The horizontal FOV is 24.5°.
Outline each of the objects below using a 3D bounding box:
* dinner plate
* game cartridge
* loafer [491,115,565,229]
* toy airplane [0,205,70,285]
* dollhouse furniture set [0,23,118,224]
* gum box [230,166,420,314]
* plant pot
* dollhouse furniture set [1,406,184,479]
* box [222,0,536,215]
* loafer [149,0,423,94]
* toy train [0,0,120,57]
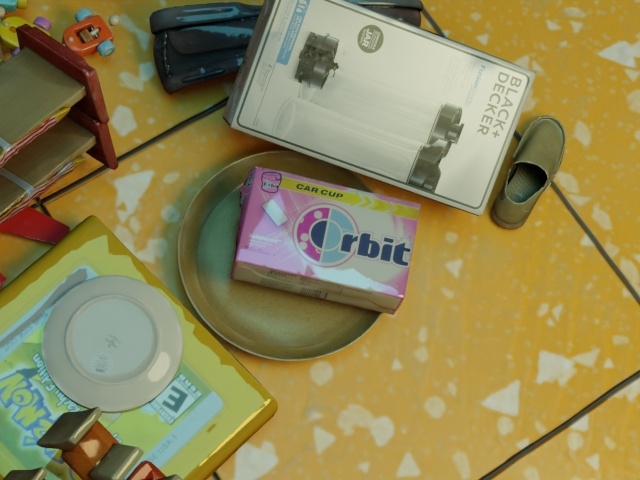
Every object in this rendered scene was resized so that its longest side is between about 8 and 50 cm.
[{"bbox_3d":[-0.207,0.100,1.468,0.141,0.017,0.141,2,72,-6],"label":"dinner plate"},{"bbox_3d":[-0.252,0.175,1.467,0.285,0.053,0.323,44,69,8],"label":"game cartridge"},{"bbox_3d":[0.237,-0.080,1.633,0.056,0.050,0.148,24,69,1],"label":"loafer"},{"bbox_3d":[-0.344,-0.009,1.532,0.151,0.028,0.151,2,69,-6],"label":"toy airplane"},{"bbox_3d":[-0.410,-0.158,1.523,0.374,0.152,0.201,35,61,25],"label":"dollhouse furniture set"},{"bbox_3d":[0.000,0.000,1.527,0.188,0.062,0.107,13,69,-4],"label":"gum box"},{"bbox_3d":[-0.035,0.018,1.567,0.236,0.032,0.236,3,71,-8],"label":"plant pot"},{"bbox_3d":[-0.212,0.324,1.354,0.262,0.135,0.259,49,61,-16],"label":"dollhouse furniture set"},{"bbox_3d":[0.061,-0.154,1.553,0.290,0.087,0.169,20,97,-13],"label":"box"},{"bbox_3d":[-0.035,-0.216,1.627,0.302,0.109,0.095,-4,91,-4],"label":"loafer"},{"bbox_3d":[-0.306,-0.249,1.619,0.125,0.046,0.166,-33,78,-25],"label":"toy train"}]
